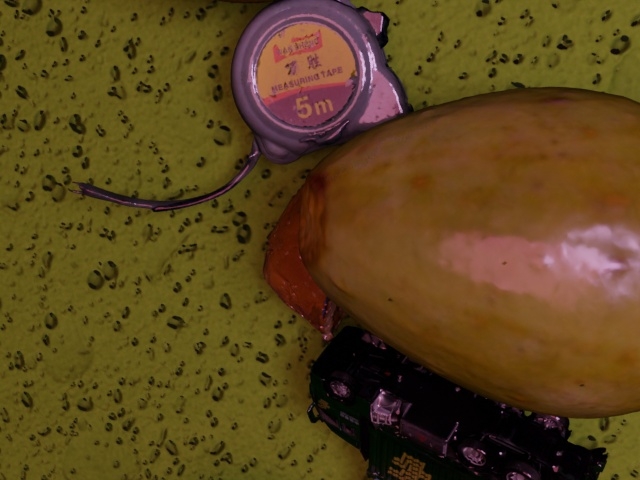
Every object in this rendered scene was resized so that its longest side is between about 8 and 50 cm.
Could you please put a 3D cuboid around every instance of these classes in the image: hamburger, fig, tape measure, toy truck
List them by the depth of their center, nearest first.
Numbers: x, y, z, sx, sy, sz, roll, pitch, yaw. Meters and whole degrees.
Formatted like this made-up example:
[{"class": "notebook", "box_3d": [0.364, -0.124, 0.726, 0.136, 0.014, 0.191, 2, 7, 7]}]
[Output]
[{"class": "fig", "box_3d": [0.144, -0.002, 0.564, 0.326, 0.258, 0.258, 13, 101, -3]}, {"class": "toy truck", "box_3d": [0.114, 0.177, 0.651, 0.259, 0.088, 0.121, 22, 136, 27]}, {"class": "tape measure", "box_3d": [-0.084, -0.127, 0.684, 0.330, 0.084, 0.164, -13, 93, 11]}, {"class": "hamburger", "box_3d": [-0.007, 0.002, 0.688, 0.102, 0.087, 0.176, 18, 103, 7]}]

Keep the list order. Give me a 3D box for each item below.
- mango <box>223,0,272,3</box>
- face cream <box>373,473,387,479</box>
[{"class": "mango", "box_3d": [-0.112, -0.410, 0.592, 0.301, 0.220, 0.445, -36, 80, 19]}, {"class": "face cream", "box_3d": [0.166, 0.262, 0.698, 0.229, 0.075, 0.075, 4, 99, 10]}]
